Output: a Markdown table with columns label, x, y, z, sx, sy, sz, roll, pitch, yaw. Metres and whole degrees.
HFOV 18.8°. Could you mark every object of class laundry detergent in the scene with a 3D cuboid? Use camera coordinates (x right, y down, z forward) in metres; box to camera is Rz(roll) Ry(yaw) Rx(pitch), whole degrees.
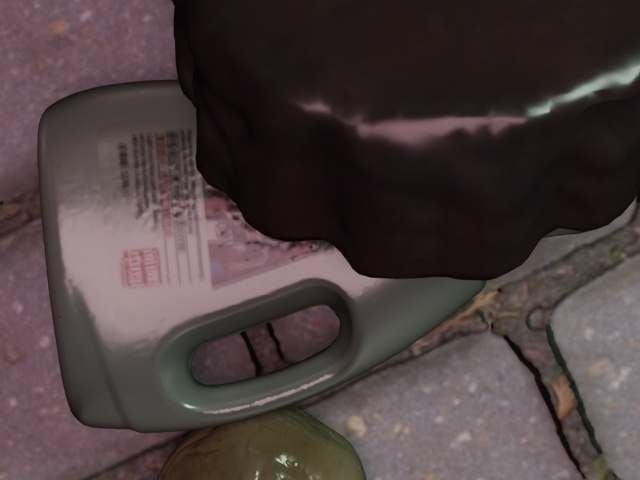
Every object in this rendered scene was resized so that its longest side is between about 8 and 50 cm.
| label | x | y | z | sx | sy | sz | roll | pitch | yaw |
| --- | --- | --- | --- | --- | --- | --- | --- | --- | --- |
| laundry detergent | 0.000 | 0.000 | 1.442 | 0.398 | 0.125 | 0.263 | -5 | 86 | 3 |

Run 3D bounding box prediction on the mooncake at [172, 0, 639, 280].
| label | x | y | z | sx | sy | sz | roll | pitch | yaw |
| --- | --- | --- | --- | --- | --- | --- | --- | --- | --- |
| mooncake | 0.074 | -0.148 | 1.307 | 0.381 | 0.212 | 0.350 | 20 | 54 | 17 |

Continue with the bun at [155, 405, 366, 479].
| label | x | y | z | sx | sy | sz | roll | pitch | yaw |
| --- | --- | --- | --- | --- | --- | --- | --- | --- | --- |
| bun | -0.050 | 0.213 | 1.471 | 0.167 | 0.113 | 0.173 | 22 | 95 | 2 |
